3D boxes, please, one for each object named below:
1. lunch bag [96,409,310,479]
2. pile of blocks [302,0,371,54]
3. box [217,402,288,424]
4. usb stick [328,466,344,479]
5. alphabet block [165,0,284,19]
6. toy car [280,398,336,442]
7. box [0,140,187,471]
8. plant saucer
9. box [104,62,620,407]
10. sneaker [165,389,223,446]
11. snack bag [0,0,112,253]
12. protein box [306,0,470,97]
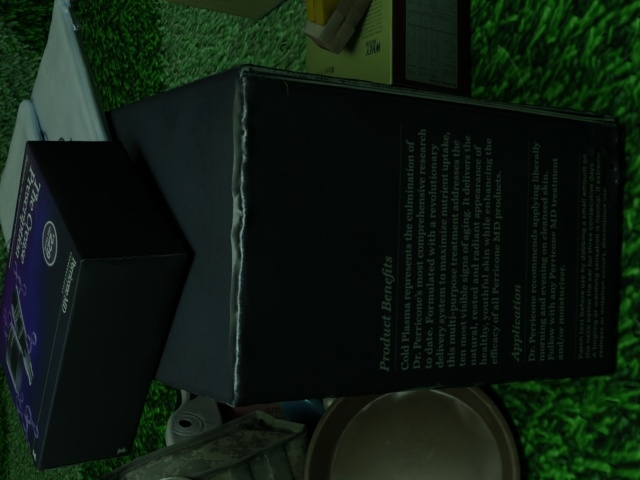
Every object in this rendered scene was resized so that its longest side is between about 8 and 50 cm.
[{"bbox_3d":[-0.141,0.382,1.179,0.169,0.287,0.235,0,104,57],"label":"lunch bag"},{"bbox_3d":[-0.024,-0.415,1.112,0.112,0.149,0.362,35,132,51],"label":"pile of blocks"},{"bbox_3d":[-0.100,0.237,1.473,0.127,0.148,0.232,46,126,48],"label":"box"},{"bbox_3d":[0.029,0.414,1.272,0.045,0.077,0.278,11,119,20],"label":"usb stick"},{"bbox_3d":[-0.153,-0.518,1.576,0.192,0.197,0.193,-20,71,54],"label":"alphabet block"},{"bbox_3d":[-0.007,0.292,1.338,0.159,0.136,0.182,-36,58,50],"label":"toy car"},{"bbox_3d":[-0.231,0.061,0.872,0.184,0.103,0.261,50,132,39],"label":"box"},{"bbox_3d":[0.112,0.292,1.126,0.278,0.041,0.278,-9,67,21],"label":"plant saucer"},{"bbox_3d":[0.000,0.000,1.047,0.480,0.471,0.297,0,87,57],"label":"box"},{"bbox_3d":[-0.192,0.300,1.367,0.217,0.079,0.121,-91,13,-68],"label":"sneaker"},{"bbox_3d":[-0.324,-0.069,1.088,0.342,0.037,0.323,-57,43,38],"label":"snack bag"},{"bbox_3d":[0.089,-0.280,1.240,0.200,0.136,0.201,-7,81,56],"label":"protein box"}]
